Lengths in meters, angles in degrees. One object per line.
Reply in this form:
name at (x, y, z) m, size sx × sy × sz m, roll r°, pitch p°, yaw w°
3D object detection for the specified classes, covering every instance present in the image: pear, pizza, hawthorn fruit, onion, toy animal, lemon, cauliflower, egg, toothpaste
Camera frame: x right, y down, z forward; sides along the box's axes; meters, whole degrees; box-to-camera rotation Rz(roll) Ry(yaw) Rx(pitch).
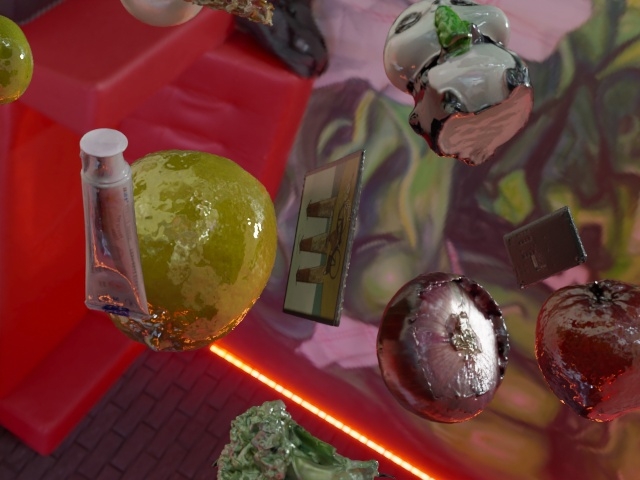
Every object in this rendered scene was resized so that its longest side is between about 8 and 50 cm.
pear at (-0.687, -0.377, 1.859) m, size 0.198 × 0.198 × 0.198 m, roll -58°, pitch 172°, yaw -13°
pizza at (-0.122, -0.338, 1.219) m, size 0.201 × 0.193 × 0.053 m, roll -11°, pitch 122°, yaw -56°
hawthorn fruit at (0.555, 0.228, 1.772) m, size 0.265 × 0.265 × 0.307 m, roll -52°, pitch 139°, yaw -46°
onion at (0.186, 0.168, 1.389) m, size 0.161 × 0.248 × 0.248 m, roll -48°, pitch -176°, yaw 47°
toy animal at (0.216, -0.278, 1.436) m, size 0.213 × 0.266 × 0.212 m, roll -19°, pitch 159°, yaw -8°
lemon at (-0.254, 0.038, 1.626) m, size 0.364 × 0.364 × 0.364 m, roll -58°, pitch 172°, yaw -13°
cauliflower at (-0.036, 0.377, 1.417) m, size 0.239 × 0.315 × 0.256 m, roll -9°, pitch 90°, yaw -54°
egg at (-0.286, -0.470, 1.647) m, size 0.151 × 0.209 × 0.151 m, roll -10°, pitch 105°, yaw -41°
toothpaste at (-0.289, -0.006, 1.242) m, size 0.066 × 0.100 × 0.323 m, roll -78°, pitch 177°, yaw -48°

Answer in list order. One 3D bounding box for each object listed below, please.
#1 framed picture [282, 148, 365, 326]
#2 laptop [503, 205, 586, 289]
framed picture at (0.000, 0.000, 1.360) m, size 0.324 × 0.013 × 0.244 m, roll 175°, pitch -75°, yaw -75°
laptop at (0.476, 0.017, 1.920) m, size 0.016 × 0.129 × 0.180 m, roll 0°, pitch 158°, yaw -43°
